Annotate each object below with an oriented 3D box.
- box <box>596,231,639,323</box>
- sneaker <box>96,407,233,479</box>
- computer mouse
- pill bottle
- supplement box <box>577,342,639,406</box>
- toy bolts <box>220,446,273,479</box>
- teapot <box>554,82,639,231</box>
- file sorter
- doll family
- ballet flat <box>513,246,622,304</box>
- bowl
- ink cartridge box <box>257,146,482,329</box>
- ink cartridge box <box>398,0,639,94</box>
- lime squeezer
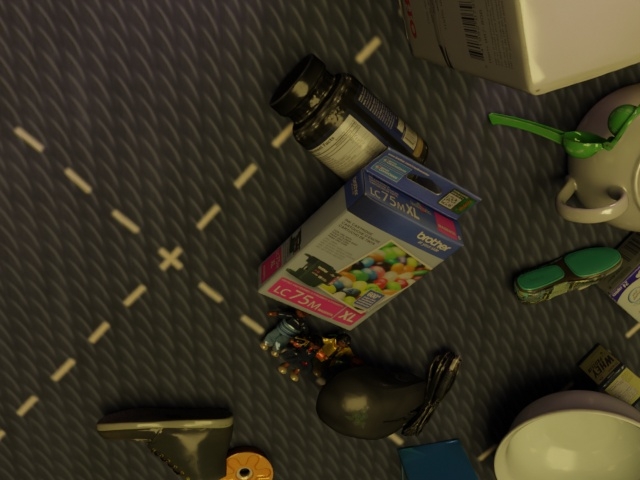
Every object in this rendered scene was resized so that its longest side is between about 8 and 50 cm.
[{"bbox_3d":[0.560,0.069,1.183,0.137,0.072,0.126,36,102,-22],"label":"box"},{"bbox_3d":[-0.257,0.345,1.144,0.222,0.083,0.118,3,92,-11],"label":"sneaker"},{"bbox_3d":[0.118,0.271,1.143,0.272,0.072,0.188,9,115,-36],"label":"computer mouse"},{"bbox_3d":[0.040,-0.159,0.989,0.219,0.123,0.123,38,101,-19],"label":"pill bottle"},{"bbox_3d":[0.526,0.244,1.241,0.083,0.083,0.056,37,99,-20],"label":"supplement box"},{"bbox_3d":[-0.153,0.502,1.194,0.229,0.158,0.218,-20,113,-1],"label":"toy bolts"},{"bbox_3d":[0.513,-0.113,1.047,0.253,0.187,0.256,22,107,-16],"label":"teapot"},{"bbox_3d":[0.217,0.458,1.232,0.118,0.170,0.104,-7,116,-6],"label":"file sorter"},{"bbox_3d":[-0.008,0.176,1.135,0.193,0.076,0.111,27,124,-22],"label":"doll family"},{"bbox_3d":[0.417,0.063,1.174,0.189,0.070,0.070,-15,112,-1],"label":"ballet flat"},{"bbox_3d":[0.464,0.365,1.226,0.298,0.134,0.297,8,123,13],"label":"bowl"},{"bbox_3d":[0.068,0.011,1.013,0.186,0.065,0.311,26,129,-28],"label":"ink cartridge box"},{"bbox_3d":[0.207,-0.353,0.796,0.166,0.395,0.285,-18,113,-4],"label":"ink cartridge box"},{"bbox_3d":[0.399,-0.180,0.981,0.059,0.310,0.109,-10,85,-47],"label":"lime squeezer"}]
